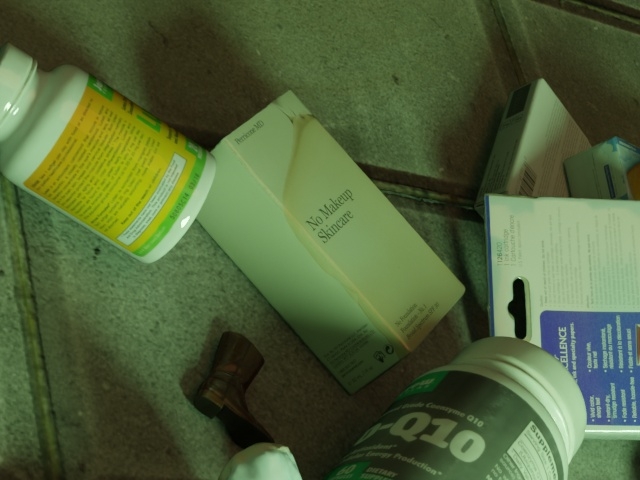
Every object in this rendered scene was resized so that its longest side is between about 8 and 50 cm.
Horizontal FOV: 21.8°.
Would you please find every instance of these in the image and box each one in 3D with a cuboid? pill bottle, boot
[{"bbox_3d":[0.131,0.255,1.713,0.204,0.204,0.361,50,39,0],"label":"pill bottle"},{"bbox_3d":[-0.241,-0.093,1.691,0.245,0.136,0.136,33,42,-19],"label":"pill bottle"},{"bbox_3d":[-0.074,0.157,1.734,0.106,0.037,0.114,42,35,-13],"label":"boot"}]

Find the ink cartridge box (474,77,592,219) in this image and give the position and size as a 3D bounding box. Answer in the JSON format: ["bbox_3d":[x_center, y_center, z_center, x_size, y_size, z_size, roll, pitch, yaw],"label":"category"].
[{"bbox_3d":[0.321,-0.052,2.248,0.239,0.060,0.275,50,37,-23],"label":"ink cartridge box"}]

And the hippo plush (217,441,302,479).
[{"bbox_3d":[-0.100,0.346,1.469,0.236,0.234,0.294,-17,53,-17],"label":"hippo plush"}]

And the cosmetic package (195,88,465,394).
[{"bbox_3d":[0.000,0.000,1.864,0.309,0.113,0.160,49,39,-3],"label":"cosmetic package"}]

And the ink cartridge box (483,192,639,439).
[{"bbox_3d":[0.351,0.095,2.055,0.307,0.072,0.304,2,71,-5],"label":"ink cartridge box"}]

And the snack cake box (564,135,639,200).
[{"bbox_3d":[0.452,-0.027,2.277,0.264,0.089,0.152,18,54,-47],"label":"snack cake box"}]
